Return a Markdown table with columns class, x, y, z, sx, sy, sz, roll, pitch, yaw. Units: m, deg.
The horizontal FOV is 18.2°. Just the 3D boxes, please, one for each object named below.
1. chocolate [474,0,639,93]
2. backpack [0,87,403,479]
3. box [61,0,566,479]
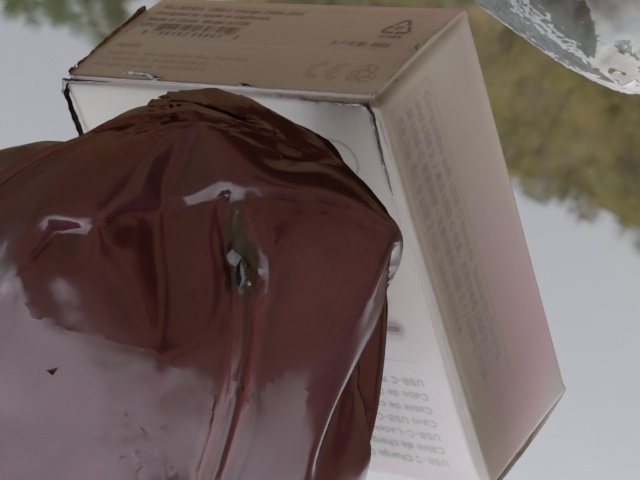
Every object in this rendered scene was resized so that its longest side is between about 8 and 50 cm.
| class | x | y | z | sx | sy | sz | roll | pitch | yaw |
| --- | --- | --- | --- | --- | --- | --- | --- | --- | --- |
| chocolate | 0.145 | -0.223 | 0.855 | 0.185 | 0.303 | 0.100 | 40 | -157 | 24 |
| backpack | -0.099 | 0.076 | 0.880 | 0.283 | 0.317 | 0.197 | 0 | -147 | -35 |
| box | 0.000 | 0.000 | 1.074 | 0.203 | 0.251 | 0.106 | 6 | -144 | 36 |
